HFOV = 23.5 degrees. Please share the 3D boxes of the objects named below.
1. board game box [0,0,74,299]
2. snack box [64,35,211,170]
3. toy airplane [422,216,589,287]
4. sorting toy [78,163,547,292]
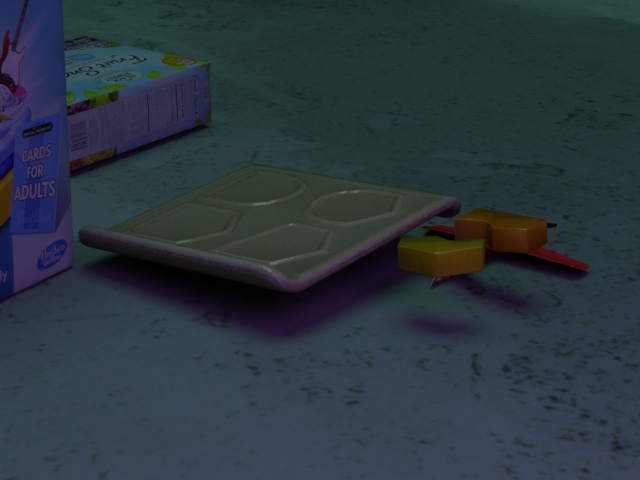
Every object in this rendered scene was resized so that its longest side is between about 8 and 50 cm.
[{"bbox_3d":[-0.281,-0.105,1.041,0.079,0.336,0.254,14,25,28],"label":"board game box"},{"bbox_3d":[-0.235,-0.136,1.487,0.174,0.070,0.207,15,26,33],"label":"snack box"},{"bbox_3d":[0.129,0.002,1.209,0.151,0.028,0.151,0,20,0],"label":"toy airplane"},{"bbox_3d":[0.000,0.000,1.163,0.307,0.041,0.229,11,23,38],"label":"sorting toy"}]
